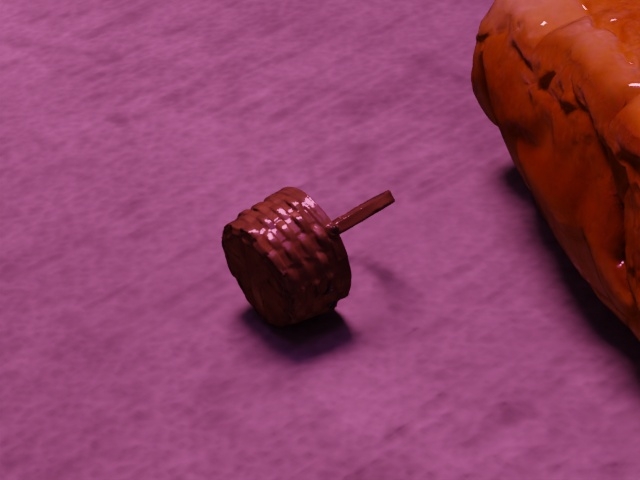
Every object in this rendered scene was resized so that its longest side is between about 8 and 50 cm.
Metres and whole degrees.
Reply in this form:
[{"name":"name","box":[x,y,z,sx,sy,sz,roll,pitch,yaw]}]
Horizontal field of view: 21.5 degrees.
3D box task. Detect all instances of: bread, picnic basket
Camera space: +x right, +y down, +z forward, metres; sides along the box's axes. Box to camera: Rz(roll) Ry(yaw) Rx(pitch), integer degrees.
[{"name":"bread","box":[0.184,-0.046,0.815,0.166,0.132,0.294,-21,31,-6]},{"name":"picnic basket","box":[0.000,0.000,0.842,0.083,0.072,0.072,-32,41,-24]}]
